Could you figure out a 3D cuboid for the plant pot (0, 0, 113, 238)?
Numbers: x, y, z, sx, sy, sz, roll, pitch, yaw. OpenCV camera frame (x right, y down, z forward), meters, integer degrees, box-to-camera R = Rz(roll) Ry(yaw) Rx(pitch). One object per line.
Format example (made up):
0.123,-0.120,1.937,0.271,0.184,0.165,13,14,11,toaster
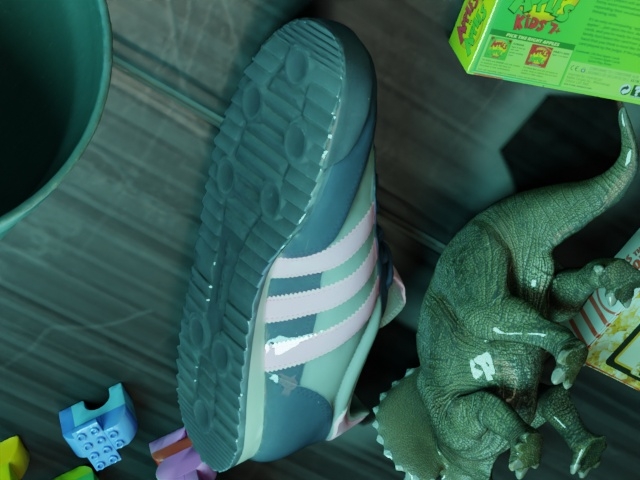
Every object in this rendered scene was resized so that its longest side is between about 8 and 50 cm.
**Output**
-0.277,-0.075,0.973,0.293,0.293,0.196,13,146,-23,plant pot

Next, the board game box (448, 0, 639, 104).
0.181,-0.137,1.177,0.181,0.043,0.092,8,121,-21,board game box

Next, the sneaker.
0.000,0.000,1.200,0.131,0.112,0.319,-7,130,-32,sneaker

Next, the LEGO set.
-0.177,0.176,1.263,0.227,0.093,0.087,-26,126,3,LEGO set

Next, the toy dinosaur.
0.115,0.057,1.231,0.121,0.160,0.314,-10,119,-43,toy dinosaur

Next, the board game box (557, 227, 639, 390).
0.284,0.055,1.337,0.193,0.045,0.147,27,113,-30,board game box
